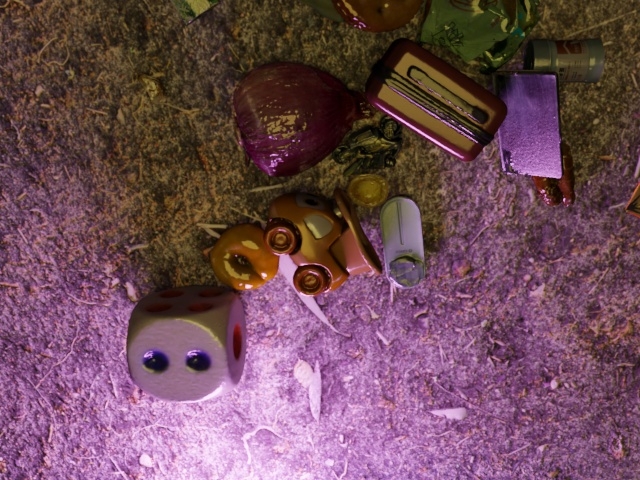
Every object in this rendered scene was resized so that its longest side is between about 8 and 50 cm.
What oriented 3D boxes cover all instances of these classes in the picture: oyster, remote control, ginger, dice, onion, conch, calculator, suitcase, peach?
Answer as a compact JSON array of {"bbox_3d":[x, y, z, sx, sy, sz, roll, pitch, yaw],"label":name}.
[{"bbox_3d":[-0.405,-0.373,1.661,0.051,0.034,0.093,-15,120,24],"label":"oyster"},{"bbox_3d":[0.209,0.004,1.746,0.104,0.052,0.247,-5,109,6],"label":"remote control"},{"bbox_3d":[0.561,-0.148,1.664,0.103,0.073,0.162,-14,109,8],"label":"ginger"},{"bbox_3d":[-0.332,0.256,1.757,0.251,0.259,0.243,-2,107,5],"label":"dice"},{"bbox_3d":[-0.036,-0.293,1.587,0.349,0.159,0.267,-15,98,3],"label":"onion"},{"bbox_3d":[0.039,-0.541,1.561,0.180,0.065,0.088,17,109,0],"label":"conch"},{"bbox_3d":[0.479,-0.264,1.589,0.161,0.021,0.261,14,129,40],"label":"calculator"},{"bbox_3d":[0.250,-0.316,1.537,0.297,0.236,0.161,32,107,-8],"label":"suitcase"},{"bbox_3d":[-0.189,0.044,1.755,0.179,0.103,0.179,0,111,1],"label":"peach"}]

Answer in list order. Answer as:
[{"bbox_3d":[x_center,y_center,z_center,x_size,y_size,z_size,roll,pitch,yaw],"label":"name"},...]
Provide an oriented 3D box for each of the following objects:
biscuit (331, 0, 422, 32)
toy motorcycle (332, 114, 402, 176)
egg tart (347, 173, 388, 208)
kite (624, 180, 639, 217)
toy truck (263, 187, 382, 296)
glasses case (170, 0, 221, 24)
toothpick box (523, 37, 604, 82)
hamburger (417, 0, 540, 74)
[{"bbox_3d":[0.123,-0.567,1.515,0.221,0.066,0.220,-2,97,-16],"label":"biscuit"},{"bbox_3d":[0.129,-0.217,1.670,0.193,0.061,0.124,-30,114,19],"label":"toy motorcycle"},{"bbox_3d":[0.118,-0.129,1.706,0.105,0.039,0.105,2,126,3],"label":"egg tart"},{"bbox_3d":[0.906,-0.128,1.684,0.328,0.013,0.377,-20,109,10],"label":"kite"},{"bbox_3d":[0.000,0.000,1.676,0.212,0.204,0.288,-30,105,9],"label":"toy truck"},{"bbox_3d":[-0.342,-0.629,1.553,0.095,0.062,0.272,-31,105,13],"label":"glasses case"},{"bbox_3d":[0.548,-0.406,1.562,0.153,0.101,0.101,-1,109,3],"label":"toothpick box"},{"bbox_3d":[0.353,-0.509,1.512,0.276,0.150,0.260,22,110,-5],"label":"hamburger"}]
